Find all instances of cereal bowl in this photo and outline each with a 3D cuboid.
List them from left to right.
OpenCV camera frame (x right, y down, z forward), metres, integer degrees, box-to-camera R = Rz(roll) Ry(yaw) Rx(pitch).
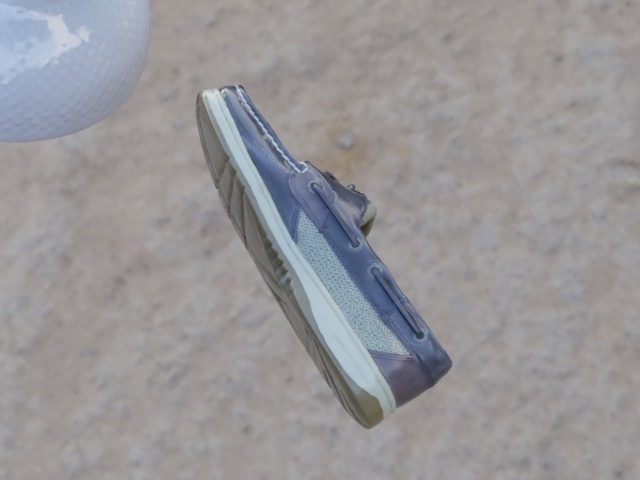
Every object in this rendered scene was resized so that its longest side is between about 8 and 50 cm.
[{"bbox_3d":[-0.349,-0.280,1.873,0.339,0.141,0.339,10,49,-12],"label":"cereal bowl"}]

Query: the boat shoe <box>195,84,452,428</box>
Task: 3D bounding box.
[{"bbox_3d":[0.000,0.000,0.970,0.073,0.080,0.223,-25,71,-12],"label":"boat shoe"}]
